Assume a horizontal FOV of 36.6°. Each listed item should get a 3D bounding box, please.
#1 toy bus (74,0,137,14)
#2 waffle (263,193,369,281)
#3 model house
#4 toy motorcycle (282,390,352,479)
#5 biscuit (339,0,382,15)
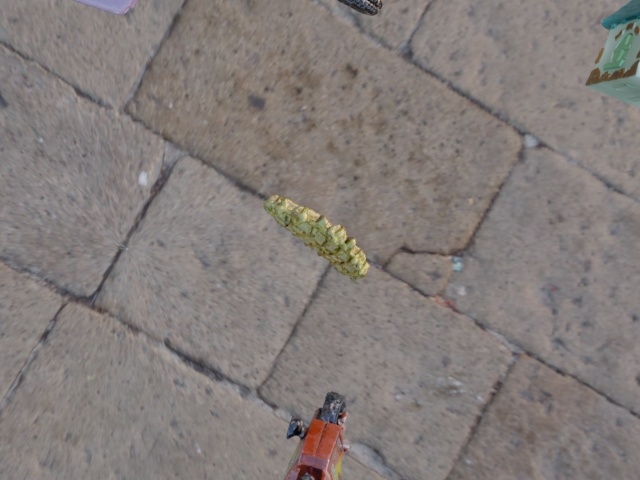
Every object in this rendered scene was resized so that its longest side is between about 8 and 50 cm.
[{"bbox_3d":[-0.172,-0.237,0.737,0.108,0.199,0.096,20,107,-16],"label":"toy bus"},{"bbox_3d":[0.000,0.000,1.591,0.161,0.192,0.046,23,72,34],"label":"waffle"},{"bbox_3d":[0.419,-0.249,1.205,0.101,0.127,0.148,20,87,-16],"label":"model house"},{"bbox_3d":[-0.013,0.354,1.449,0.089,0.298,0.171,8,115,10],"label":"toy motorcycle"},{"bbox_3d":[0.033,-0.289,1.129,0.087,0.089,0.027,24,101,-30],"label":"biscuit"}]
